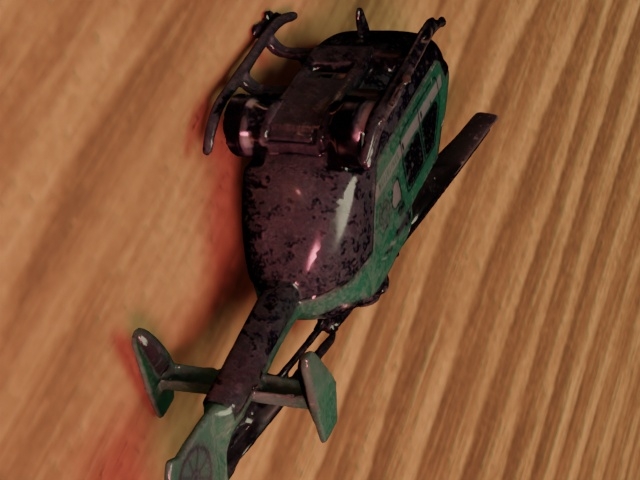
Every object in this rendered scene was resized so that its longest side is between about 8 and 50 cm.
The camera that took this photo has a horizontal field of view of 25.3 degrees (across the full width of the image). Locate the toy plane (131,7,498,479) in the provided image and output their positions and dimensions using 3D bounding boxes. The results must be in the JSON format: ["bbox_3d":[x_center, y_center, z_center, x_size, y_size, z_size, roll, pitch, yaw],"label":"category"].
[{"bbox_3d":[0.000,0.000,0.747,0.382,0.106,0.155,-63,147,-43],"label":"toy plane"}]
